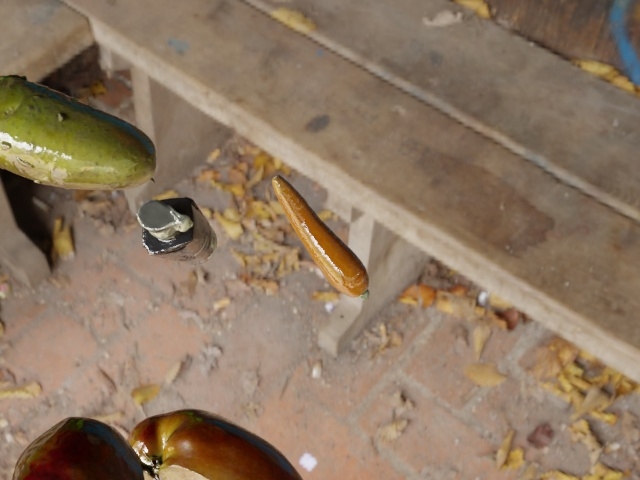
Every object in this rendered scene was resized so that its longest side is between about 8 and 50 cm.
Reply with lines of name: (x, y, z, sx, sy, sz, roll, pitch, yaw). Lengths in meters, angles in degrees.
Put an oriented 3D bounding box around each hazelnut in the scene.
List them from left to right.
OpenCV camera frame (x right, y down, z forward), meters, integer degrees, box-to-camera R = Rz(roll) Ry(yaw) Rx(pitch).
hazelnut: (-0.335, 0.332, 1.332, 0.170, 0.160, 0.201, -29, 21, 20)

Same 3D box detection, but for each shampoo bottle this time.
shampoo bottle: (-0.149, -0.011, 1.031, 0.064, 0.207, 0.057, -6, 83, 3)

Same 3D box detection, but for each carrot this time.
carrot: (0.000, 0.000, 0.848, 0.142, 0.035, 0.035, 52, 58, -16)

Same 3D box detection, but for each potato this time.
potato: (-0.316, -0.120, 1.194, 0.251, 0.113, 0.149, 22, 9, -20)

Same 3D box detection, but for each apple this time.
apple: (-0.195, 0.468, 1.745, 0.329, 0.365, 0.295, -33, 26, 1)
